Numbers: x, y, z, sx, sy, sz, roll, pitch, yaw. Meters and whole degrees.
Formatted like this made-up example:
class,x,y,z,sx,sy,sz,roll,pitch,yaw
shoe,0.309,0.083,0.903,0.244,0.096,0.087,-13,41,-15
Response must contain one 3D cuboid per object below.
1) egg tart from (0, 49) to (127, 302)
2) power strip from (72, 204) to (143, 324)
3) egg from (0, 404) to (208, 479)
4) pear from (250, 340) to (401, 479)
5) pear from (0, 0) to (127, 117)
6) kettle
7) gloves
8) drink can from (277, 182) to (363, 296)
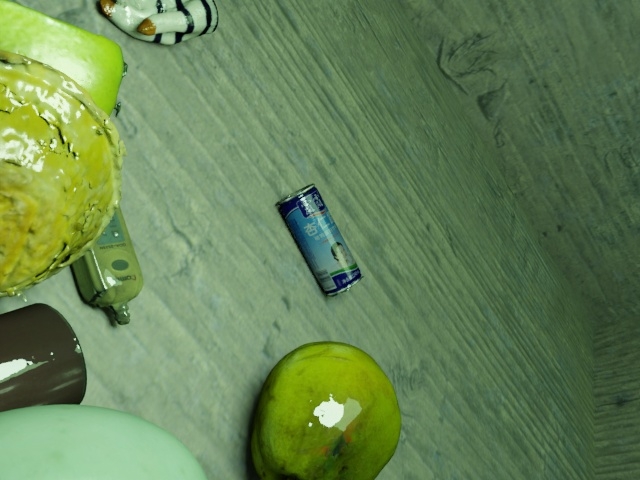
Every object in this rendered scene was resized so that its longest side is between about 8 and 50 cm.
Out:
class,x,y,z,sx,sy,sz,roll,pitch,yaw
egg tart,-0.378,-0.047,0.776,0.341,0.341,0.132,35,17,-40
power strip,-0.354,-0.056,1.060,0.092,0.066,0.387,-11,81,-55
egg,-0.279,0.303,0.683,0.389,0.276,0.276,2,69,-45
pear,0.008,0.306,1.195,0.269,0.269,0.321,59,34,-13
pear,-0.436,-0.189,0.854,0.282,0.287,0.176,19,75,-50
kettle,-0.408,0.191,0.794,0.232,0.144,0.201,-18,117,-51
gloves,-0.311,-0.437,1.318,0.219,0.131,0.140,-13,85,-27
drink can,0.000,0.000,1.511,0.235,0.097,0.097,62,33,-8
